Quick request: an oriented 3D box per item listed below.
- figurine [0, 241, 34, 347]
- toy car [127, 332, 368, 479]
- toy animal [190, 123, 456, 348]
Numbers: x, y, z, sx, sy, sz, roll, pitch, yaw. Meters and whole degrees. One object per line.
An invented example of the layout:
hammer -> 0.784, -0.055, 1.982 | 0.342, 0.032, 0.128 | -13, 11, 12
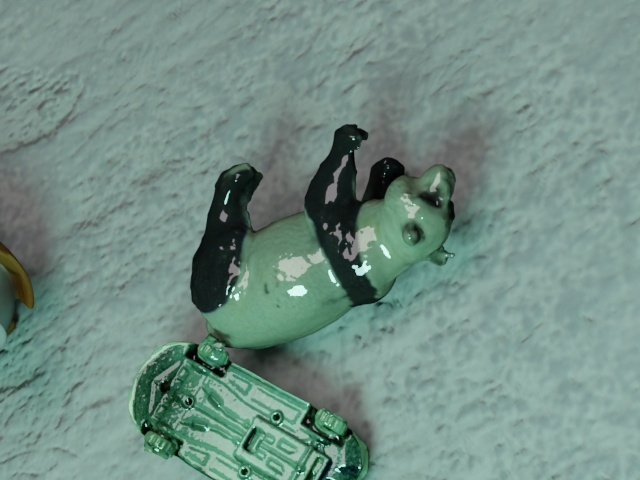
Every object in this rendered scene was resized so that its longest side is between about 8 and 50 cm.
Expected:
figurine -> -0.306, 0.041, 1.564 | 0.143, 0.143, 0.271 | -56, 18, -1
toy car -> -0.049, 0.132, 1.382 | 0.186, 0.058, 0.093 | 28, 87, 26
toy animal -> 0.000, 0.000, 1.388 | 0.225, 0.094, 0.121 | -21, 60, 23
